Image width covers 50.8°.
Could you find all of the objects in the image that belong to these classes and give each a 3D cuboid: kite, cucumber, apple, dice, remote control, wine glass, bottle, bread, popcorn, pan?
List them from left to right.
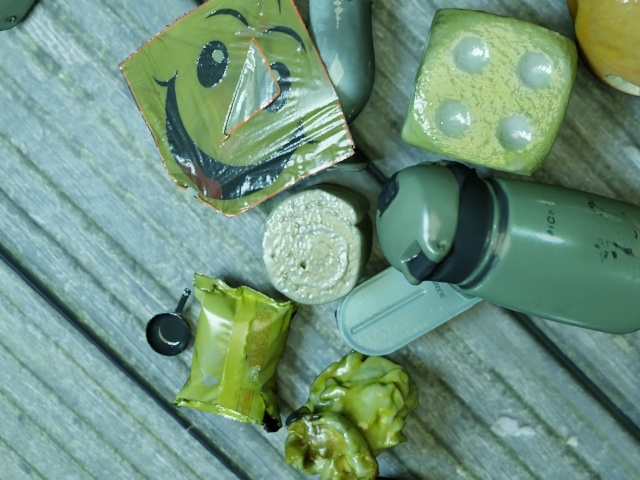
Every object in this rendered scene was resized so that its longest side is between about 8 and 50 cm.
[{"bbox_3d":[-0.214,0.117,0.995,0.069,0.023,0.115,29,105,1],"label":"pan"},{"bbox_3d":[-0.112,-0.198,0.875,0.378,0.013,0.327,27,108,20],"label":"kite"},{"bbox_3d":[-0.110,-0.229,0.912,0.168,0.039,0.039,25,102,6],"label":"cucumber"},{"bbox_3d":[0.000,0.000,0.893,0.134,0.141,0.148,10,100,8],"label":"bread"},{"bbox_3d":[0.020,-0.203,0.870,0.103,0.103,0.222,2,101,6],"label":"wine glass"},{"bbox_3d":[0.050,0.241,0.903,0.169,0.195,0.173,-26,92,18],"label":"popcorn"},{"bbox_3d":[0.136,0.067,0.909,0.247,0.052,0.104,-28,88,-4],"label":"remote control"},{"bbox_3d":[0.198,-0.179,0.822,0.170,0.169,0.166,16,101,3],"label":"dice"},{"bbox_3d":[0.237,0.002,0.812,0.347,0.168,0.168,14,102,-14],"label":"bottle"},{"bbox_3d":[0.396,-0.275,0.757,0.241,0.242,0.241,0,101,7],"label":"apple"}]

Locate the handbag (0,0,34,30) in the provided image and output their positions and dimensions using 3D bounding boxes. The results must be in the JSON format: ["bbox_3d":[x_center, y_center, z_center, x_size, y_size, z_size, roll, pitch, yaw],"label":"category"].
[{"bbox_3d":[-0.490,-0.447,0.883,0.315,0.109,0.241,43,101,1],"label":"handbag"}]

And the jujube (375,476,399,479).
[{"bbox_3d":[0.053,0.440,0.932,0.232,0.213,0.213,-34,95,12],"label":"jujube"}]

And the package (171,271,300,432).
[{"bbox_3d":[-0.116,0.159,0.960,0.169,0.090,0.226,13,104,1],"label":"package"}]
